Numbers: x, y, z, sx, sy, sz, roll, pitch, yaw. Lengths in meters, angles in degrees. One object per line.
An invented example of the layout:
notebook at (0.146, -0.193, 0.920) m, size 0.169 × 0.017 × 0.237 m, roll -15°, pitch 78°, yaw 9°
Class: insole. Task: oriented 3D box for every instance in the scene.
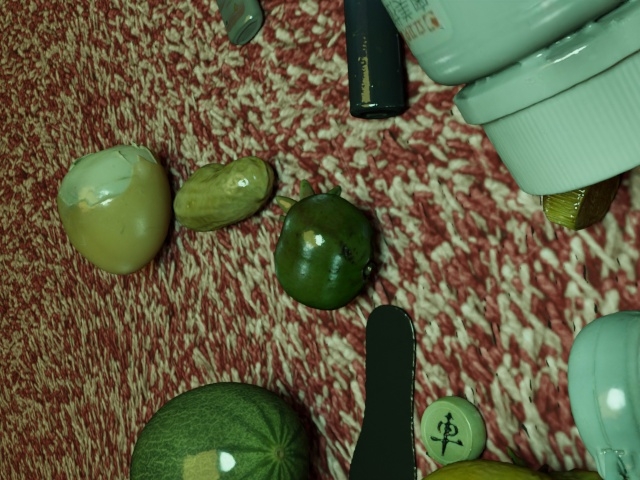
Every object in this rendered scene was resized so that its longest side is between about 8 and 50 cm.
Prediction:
insole at (0.086, 0.258, 0.980) m, size 0.119 × 0.009 × 0.349 m, roll 7°, pitch 97°, yaw 46°

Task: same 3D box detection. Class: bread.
bread at (0.255, -0.053, 0.729) m, size 0.053 × 0.085 × 0.085 m, roll 33°, pitch 115°, yaw 37°

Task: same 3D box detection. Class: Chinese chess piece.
Chinese chess piece at (0.158, 0.229, 0.879) m, size 0.084 × 0.034 × 0.084 m, roll 0°, pitch 90°, yaw 47°

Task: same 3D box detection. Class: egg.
egg at (-0.371, -0.056, 1.343) m, size 0.201 × 0.201 × 0.245 m, roll 12°, pitch 114°, yaw 47°

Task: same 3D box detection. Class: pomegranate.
pomegranate at (0.000, 0.000, 0.994) m, size 0.191 × 0.130 × 0.152 m, roll -118°, pitch 38°, yaw -57°

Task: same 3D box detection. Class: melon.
melon at (-0.146, 0.329, 1.068) m, size 0.301 × 0.237 × 0.238 m, roll -32°, pitch 68°, yaw 44°

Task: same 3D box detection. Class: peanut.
peanut at (-0.158, -0.077, 1.178) m, size 0.225 × 0.095 × 0.108 m, roll -15°, pitch 77°, yaw 46°

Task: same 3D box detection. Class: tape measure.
tape measure at (0.219, 0.142, 0.589) m, size 0.084 × 0.330 × 0.164 m, roll -27°, pitch 69°, yaw 42°

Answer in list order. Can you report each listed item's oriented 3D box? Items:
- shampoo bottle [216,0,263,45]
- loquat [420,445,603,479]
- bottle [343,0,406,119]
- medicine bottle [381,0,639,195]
shampoo bottle at (-0.141, -0.404, 1.193) m, size 0.080 × 0.040 × 0.165 m, roll -38°, pitch 64°, yaw 43°
loquat at (0.183, 0.331, 0.692) m, size 0.274 × 0.274 × 0.275 m, roll 1°, pitch 92°, yaw 48°
bottle at (0.067, -0.282, 0.938) m, size 0.082 × 0.072 × 0.245 m, roll 161°, pitch 106°, yaw -77°
medicine bottle at (0.188, -0.217, 0.621) m, size 0.245 × 0.245 × 0.306 m, roll -22°, pitch 104°, yaw 46°
